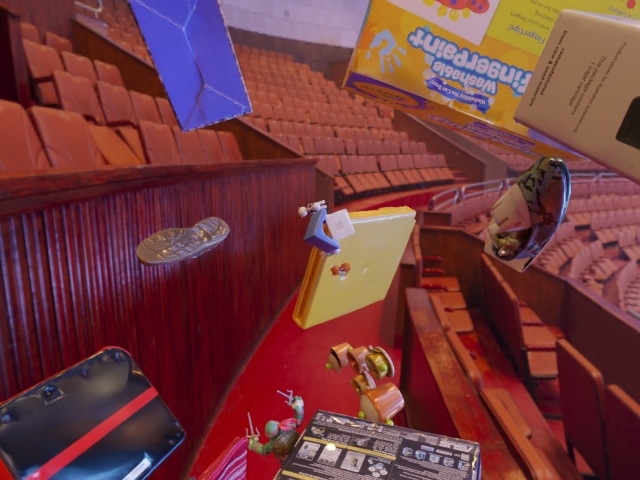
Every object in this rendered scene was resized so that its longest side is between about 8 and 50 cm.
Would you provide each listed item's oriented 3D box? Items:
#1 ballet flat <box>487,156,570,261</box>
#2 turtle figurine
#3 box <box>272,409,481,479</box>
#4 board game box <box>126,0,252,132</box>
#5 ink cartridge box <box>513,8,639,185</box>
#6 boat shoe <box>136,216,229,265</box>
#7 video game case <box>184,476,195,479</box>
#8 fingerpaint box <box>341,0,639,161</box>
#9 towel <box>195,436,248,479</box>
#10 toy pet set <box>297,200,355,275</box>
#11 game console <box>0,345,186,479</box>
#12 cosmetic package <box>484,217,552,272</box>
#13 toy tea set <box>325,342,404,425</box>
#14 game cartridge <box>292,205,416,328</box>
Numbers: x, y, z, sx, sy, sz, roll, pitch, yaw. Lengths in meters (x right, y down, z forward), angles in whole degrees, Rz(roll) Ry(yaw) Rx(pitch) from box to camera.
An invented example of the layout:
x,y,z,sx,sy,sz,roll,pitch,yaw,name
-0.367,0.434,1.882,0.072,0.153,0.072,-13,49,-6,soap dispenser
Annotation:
x,y,z,sx,sy,sz,roll,pitch,yaw,name
0.221,-0.021,0.447,0.070,0.070,0.188,7,-23,23,ballet flat
-0.097,0.496,1.016,0.175,0.234,0.118,-30,31,-7,turtle figurine
0.105,0.515,0.818,0.394,0.097,0.318,0,18,26,box
-0.253,-0.380,0.806,0.140,0.232,0.291,-19,33,-7,board game box
0.272,-0.082,0.271,0.152,0.087,0.208,-9,41,-25,ink cartridge box
-0.248,0.012,0.739,0.064,0.060,0.177,48,42,15,boat shoe
-0.316,0.816,1.059,0.035,0.249,0.274,-12,5,-18,video game case
0.307,-0.385,0.712,0.443,0.372,0.163,17,9,-6,fingerpaint box
-0.180,0.512,0.696,0.031,0.275,0.199,2,6,20,towel
0.000,0.000,0.611,0.065,0.122,0.114,-22,-1,-25,toy pet set
-0.544,0.458,0.967,0.060,0.342,0.386,-38,-3,23,game console
0.620,-0.036,1.270,0.129,0.153,0.296,33,30,12,cosmetic package
0.102,0.404,1.165,0.124,0.200,0.336,-22,1,-22,toy tea set
0.094,0.056,0.998,0.323,0.286,0.052,-10,36,-46,game cartridge
